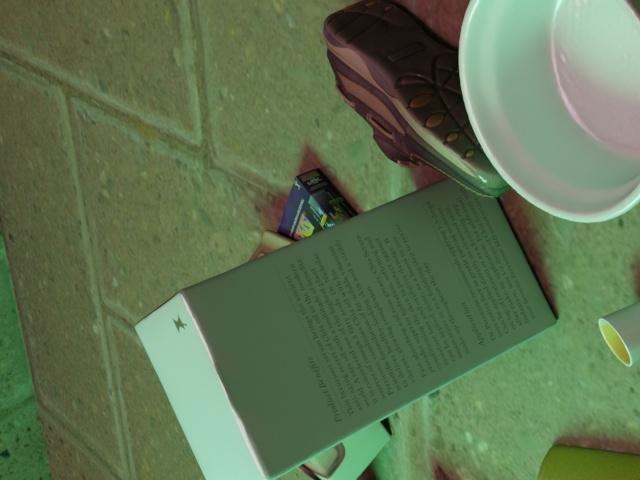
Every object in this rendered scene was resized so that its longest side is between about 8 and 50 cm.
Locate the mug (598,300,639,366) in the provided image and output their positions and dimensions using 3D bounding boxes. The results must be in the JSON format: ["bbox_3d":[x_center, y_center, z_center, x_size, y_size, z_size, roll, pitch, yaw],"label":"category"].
[{"bbox_3d":[0.353,0.097,1.430,0.062,0.064,0.078,61,174,-14],"label":"mug"}]

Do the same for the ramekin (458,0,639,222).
[{"bbox_3d":[0.282,-0.169,1.300,0.277,0.135,0.277,33,134,42],"label":"ramekin"}]

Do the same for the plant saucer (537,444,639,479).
[{"bbox_3d":[0.366,0.426,1.515,0.333,0.081,0.333,-5,88,57],"label":"plant saucer"}]

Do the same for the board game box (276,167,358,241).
[{"bbox_3d":[0.000,0.000,1.908,0.141,0.048,0.170,49,144,24],"label":"board game box"}]

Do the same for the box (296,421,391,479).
[{"bbox_3d":[-0.023,0.255,1.949,0.148,0.127,0.232,22,153,48],"label":"box"}]

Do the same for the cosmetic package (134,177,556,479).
[{"bbox_3d":[0.038,0.100,1.532,0.161,0.453,0.230,-31,82,58],"label":"cosmetic package"}]

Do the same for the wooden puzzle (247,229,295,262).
[{"bbox_3d":[-0.074,0.117,1.889,0.044,0.238,0.221,37,172,-40],"label":"wooden puzzle"}]

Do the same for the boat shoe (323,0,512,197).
[{"bbox_3d":[0.129,-0.161,1.563,0.355,0.132,0.130,52,156,37],"label":"boat shoe"}]
